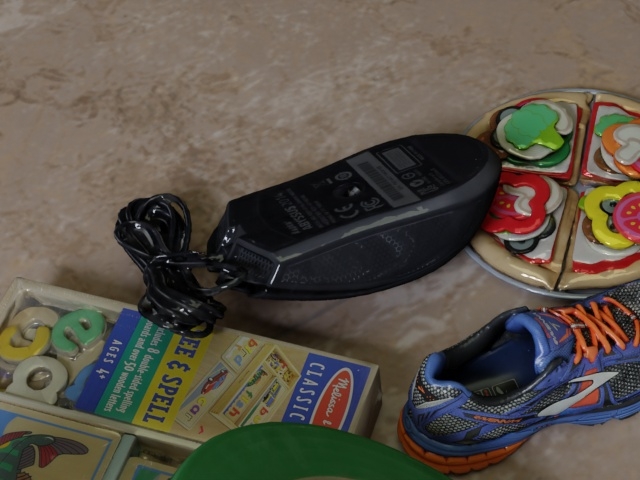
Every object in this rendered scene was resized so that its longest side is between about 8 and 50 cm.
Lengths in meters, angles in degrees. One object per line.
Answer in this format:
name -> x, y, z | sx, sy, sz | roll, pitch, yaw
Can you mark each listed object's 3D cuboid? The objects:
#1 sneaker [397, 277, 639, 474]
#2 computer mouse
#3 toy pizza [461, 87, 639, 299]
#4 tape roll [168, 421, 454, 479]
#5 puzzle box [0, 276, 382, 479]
sneaker -> 0.153, 0.077, 0.990 | 0.221, 0.087, 0.083 | -25, 55, -14
computer mouse -> 0.000, 0.000, 1.070 | 0.272, 0.072, 0.188 | -17, 28, -8
toy pizza -> 0.188, -0.043, 1.116 | 0.201, 0.032, 0.201 | -3, 52, 4
tape roll -> 0.042, 0.230, 0.763 | 0.321, 0.077, 0.321 | 31, 23, -15
puzzle box -> -0.149, 0.219, 0.930 | 0.272, 0.052, 0.409 | 13, 54, 14
